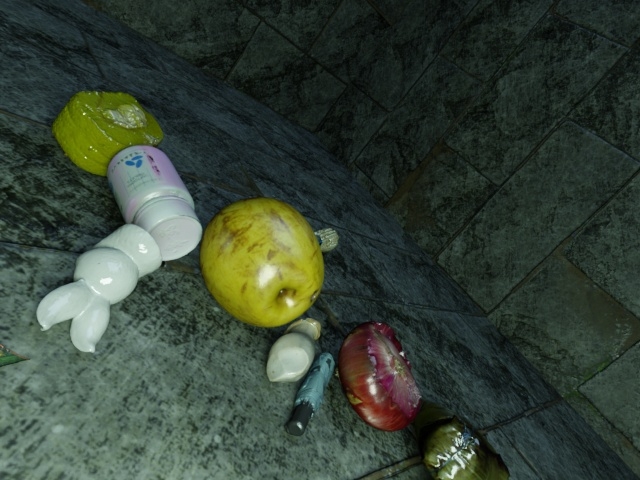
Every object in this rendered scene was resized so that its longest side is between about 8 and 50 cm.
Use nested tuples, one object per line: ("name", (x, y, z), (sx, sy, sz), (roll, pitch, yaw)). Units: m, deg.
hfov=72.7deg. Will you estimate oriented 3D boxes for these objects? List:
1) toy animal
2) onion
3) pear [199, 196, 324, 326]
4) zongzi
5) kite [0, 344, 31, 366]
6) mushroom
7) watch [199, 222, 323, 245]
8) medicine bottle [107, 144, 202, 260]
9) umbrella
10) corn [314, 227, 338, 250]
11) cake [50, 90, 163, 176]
("toy animal", (-0.369, 0.080, 0.708), (0.104, 0.130, 0.221), (65, 34, -29))
("onion", (0.128, 0.305, 0.979), (0.248, 0.161, 0.248), (29, 31, -20))
("pear", (-0.120, 0.047, 0.934), (0.280, 0.281, 0.281), (34, 19, -14))
("zongzi", (0.250, 0.412, 0.957), (0.286, 0.138, 0.300), (48, 0, -42))
("kite", (-0.509, 0.105, 0.475), (0.321, 0.016, 0.234), (32, 22, -19))
("mushroom", (-0.053, 0.228, 0.911), (0.088, 0.097, 0.212), (30, 18, 5))
("watch", (-0.146, -0.005, 1.164), (0.274, 0.068, 0.276), (27, 25, 14))
("medicine bottle", (-0.367, -0.086, 0.963), (0.152, 0.152, 0.255), (16, 30, -49))
("umbrella", (-0.013, 0.303, 0.879), (0.052, 0.053, 0.250), (41, 18, 2))
("corn", (0.000, 0.000, 1.551), (0.087, 0.087, 0.211), (44, 18, 14))
("cake", (-0.518, -0.266, 1.094), (0.179, 0.156, 0.260), (54, 23, -6))
